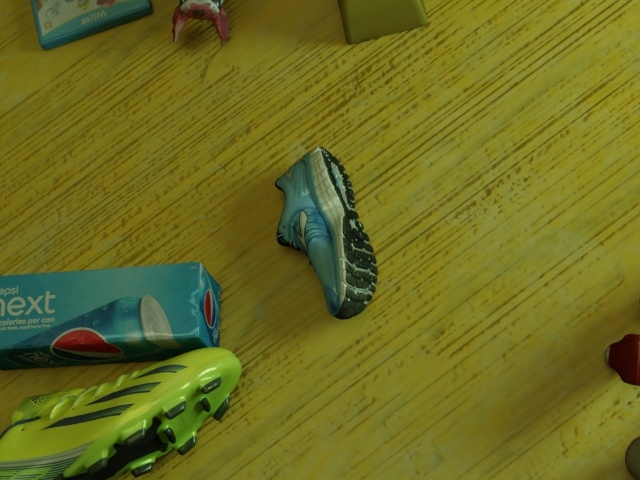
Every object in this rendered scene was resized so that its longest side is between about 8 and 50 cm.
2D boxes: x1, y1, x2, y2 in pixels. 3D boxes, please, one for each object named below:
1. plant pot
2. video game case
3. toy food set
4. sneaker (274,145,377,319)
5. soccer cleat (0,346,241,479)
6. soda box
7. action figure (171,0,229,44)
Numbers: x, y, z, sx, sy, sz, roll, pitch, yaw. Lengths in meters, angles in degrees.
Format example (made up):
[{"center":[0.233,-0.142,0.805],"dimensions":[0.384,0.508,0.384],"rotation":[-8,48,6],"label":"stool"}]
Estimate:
[{"center":[0.049,-0.247,1.184],"dimensions":[0.081,0.083,0.081],"rotation":[-14,66,7],"label":"plant pot"},{"center":[-0.245,-0.285,1.298],"dimensions":[0.119,0.015,0.166],"rotation":[-18,67,4],"label":"video game case"},{"center":[0.291,0.111,1.008],"dimensions":[0.111,0.104,0.232],"rotation":[3,88,-1],"label":"toy food set"},{"center":[0.000,0.000,1.123],"dimensions":[0.073,0.063,0.162],"rotation":[-25,61,21],"label":"sneaker"},{"center":[-0.205,0.160,1.079],"dimensions":[0.289,0.093,0.121],"rotation":[-33,60,-2],"label":"soccer cleat"},{"center":[-0.198,0.069,1.124],"dimensions":[0.210,0.067,0.071],"rotation":[-5,68,11],"label":"soda box"},{"center":[-0.110,-0.374,1.210],"dimensions":[0.275,0.248,0.370],"rotation":[21,100,52],"label":"action figure"}]
